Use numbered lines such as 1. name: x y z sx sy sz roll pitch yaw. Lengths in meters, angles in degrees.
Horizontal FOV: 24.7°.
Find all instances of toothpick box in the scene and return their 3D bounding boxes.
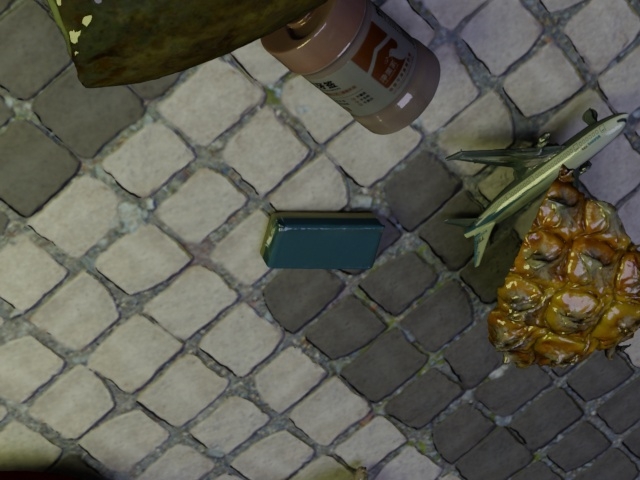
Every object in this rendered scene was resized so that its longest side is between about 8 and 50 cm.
1. toothpick box: 0.029 -0.175 1.344 0.098 0.098 0.149 -46 130 12

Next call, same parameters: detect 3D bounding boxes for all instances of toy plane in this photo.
1. toy plane: 0.230 -0.066 1.534 0.226 0.058 0.226 -46 134 18

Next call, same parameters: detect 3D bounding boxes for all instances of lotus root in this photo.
1. lotus root: -0.076 -0.276 1.143 0.346 0.250 0.250 -30 130 -6

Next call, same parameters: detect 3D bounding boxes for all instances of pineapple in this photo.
1. pineapple: 0.262 0.077 1.511 0.161 0.158 0.334 -59 171 -20

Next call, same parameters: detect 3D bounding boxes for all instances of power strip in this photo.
1. power strip: 0.000 0.000 1.498 0.123 0.032 0.056 0 122 -24

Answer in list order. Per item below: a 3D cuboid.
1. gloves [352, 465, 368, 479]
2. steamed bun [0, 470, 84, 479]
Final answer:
1. gloves: 0.008 0.331 1.698 0.144 0.094 0.110 -13 84 -16
2. steamed bun: -0.327 0.377 1.492 0.379 0.235 0.248 3 125 -25
